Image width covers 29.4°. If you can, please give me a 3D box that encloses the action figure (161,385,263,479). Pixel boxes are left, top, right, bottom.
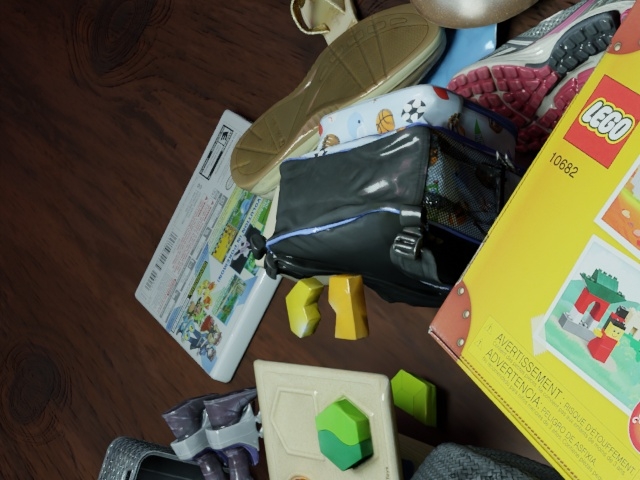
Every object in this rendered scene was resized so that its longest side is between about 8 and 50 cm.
[{"bbox_3d":[-0.094,0.322,1.448,0.185,0.099,0.285,-13,90,50],"label":"action figure"}]

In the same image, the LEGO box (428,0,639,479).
[{"bbox_3d":[0.359,0.069,0.953,0.373,0.193,0.500,-59,37,13],"label":"LEGO box"}]

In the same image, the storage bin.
[{"bbox_3d":[-0.187,0.328,1.537,0.084,0.180,0.122,9,79,53],"label":"storage bin"}]

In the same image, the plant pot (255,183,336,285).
[{"bbox_3d":[0.000,0.000,1.540,0.096,0.109,0.109,9,79,40],"label":"plant pot"}]

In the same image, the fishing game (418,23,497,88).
[{"bbox_3d":[0.164,-0.253,1.508,0.189,0.041,0.264,-46,44,37],"label":"fishing game"}]

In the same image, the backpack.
[{"bbox_3d":[0.109,-0.029,1.273,0.276,0.263,0.213,-5,63,52],"label":"backpack"}]

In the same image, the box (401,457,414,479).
[{"bbox_3d":[0.029,0.340,1.333,0.136,0.036,0.225,3,78,53],"label":"box"}]

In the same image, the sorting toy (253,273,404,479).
[{"bbox_3d":[-0.002,0.186,1.229,0.229,0.041,0.307,1,101,52],"label":"sorting toy"}]

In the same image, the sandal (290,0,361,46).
[{"bbox_3d":[-0.002,-0.327,1.724,0.088,0.079,0.240,-52,38,21],"label":"sandal"}]

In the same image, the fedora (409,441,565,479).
[{"bbox_3d":[0.167,0.267,0.999,0.334,0.334,0.153,27,93,54],"label":"fedora"}]

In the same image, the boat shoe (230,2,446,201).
[{"bbox_3d":[0.036,-0.168,1.548,0.341,0.110,0.122,-36,46,26],"label":"boat shoe"}]

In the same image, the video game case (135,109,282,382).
[{"bbox_3d":[-0.135,-0.002,1.767,0.300,0.036,0.329,35,100,54],"label":"video game case"}]

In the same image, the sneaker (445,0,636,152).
[{"bbox_3d":[0.261,-0.185,1.301,0.299,0.121,0.112,-18,29,48],"label":"sneaker"}]

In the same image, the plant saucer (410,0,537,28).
[{"bbox_3d":[0.192,-0.338,1.445,0.198,0.036,0.199,-13,53,18],"label":"plant saucer"}]

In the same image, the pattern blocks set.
[{"bbox_3d":[0.064,0.285,1.359,0.325,0.026,0.286,37,108,52],"label":"pattern blocks set"}]
